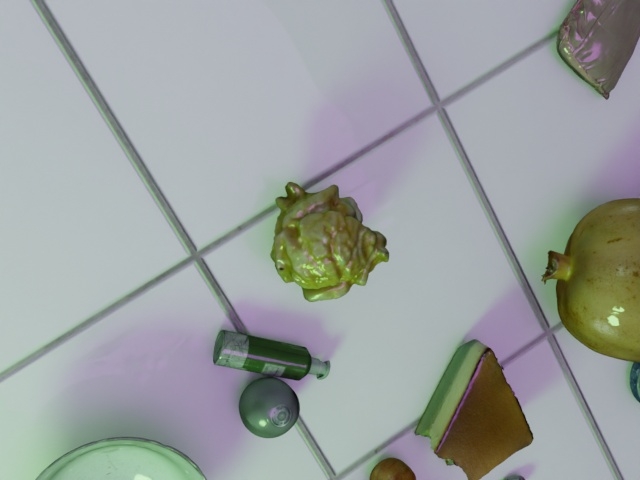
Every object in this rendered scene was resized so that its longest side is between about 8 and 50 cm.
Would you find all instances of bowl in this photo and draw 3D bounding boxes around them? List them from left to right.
[{"bbox_3d":[-0.328,0.440,1.341,0.313,0.146,0.313,-3,101,-15],"label":"bowl"}]

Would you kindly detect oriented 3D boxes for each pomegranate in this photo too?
[{"bbox_3d":[0.555,0.075,1.479,0.319,0.319,0.319,-3,100,-17],"label":"pomegranate"}]

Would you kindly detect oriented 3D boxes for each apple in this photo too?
[{"bbox_3d":[0.133,0.438,1.520,0.071,0.084,0.084,-48,111,-32],"label":"apple"}]

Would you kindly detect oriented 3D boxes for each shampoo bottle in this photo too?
[{"bbox_3d":[-0.080,0.204,1.424,0.204,0.065,0.065,14,95,-19],"label":"shampoo bottle"}]

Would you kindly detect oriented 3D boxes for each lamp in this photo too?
[{"bbox_3d":[-0.087,0.285,1.411,0.105,0.105,0.105,-3,100,-17],"label":"lamp"}]

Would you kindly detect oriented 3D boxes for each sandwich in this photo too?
[{"bbox_3d":[0.263,0.315,1.520,0.186,0.108,0.220,-30,109,-11],"label":"sandwich"}]

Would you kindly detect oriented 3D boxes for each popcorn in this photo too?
[{"bbox_3d":[0.001,-0.001,1.343,0.167,0.187,0.185,-39,137,10],"label":"popcorn"}]

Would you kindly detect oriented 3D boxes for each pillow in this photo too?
[{"bbox_3d":[0.535,-0.413,1.499,0.173,0.067,0.270,31,90,-24],"label":"pillow"}]

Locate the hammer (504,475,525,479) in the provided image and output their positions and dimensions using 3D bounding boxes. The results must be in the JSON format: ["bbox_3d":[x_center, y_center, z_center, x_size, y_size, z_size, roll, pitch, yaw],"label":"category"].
[{"bbox_3d":[0.384,0.505,1.636,0.052,0.031,0.083,-15,114,-11],"label":"hammer"}]

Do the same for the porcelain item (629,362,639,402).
[{"bbox_3d":[0.701,0.278,1.645,0.147,0.114,0.147,-3,100,-15],"label":"porcelain item"}]
